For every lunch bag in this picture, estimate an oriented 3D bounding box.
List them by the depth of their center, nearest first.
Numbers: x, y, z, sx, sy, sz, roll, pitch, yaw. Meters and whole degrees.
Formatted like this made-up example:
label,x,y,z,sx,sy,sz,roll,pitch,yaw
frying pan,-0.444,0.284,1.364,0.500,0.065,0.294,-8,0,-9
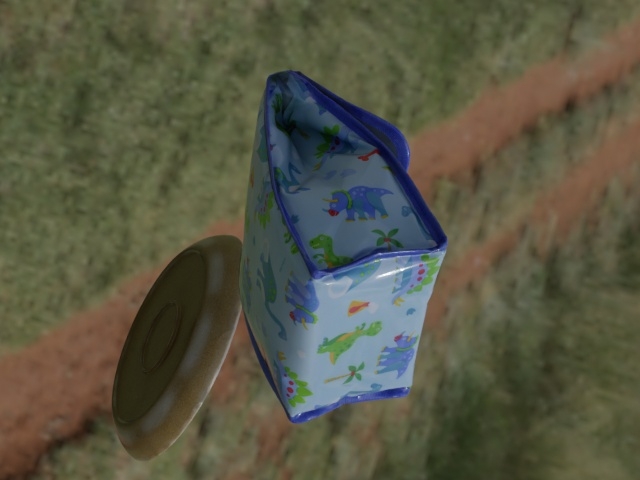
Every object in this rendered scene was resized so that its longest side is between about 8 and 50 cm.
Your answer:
label,x,y,z,sx,sy,sz,roll,pitch,yaw
lunch bag,0.000,0.000,0.929,0.096,0.151,0.129,-12,138,-22

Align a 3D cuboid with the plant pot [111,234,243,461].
label,x,y,z,sx,sy,sz,roll,pitch,yaw
plant pot,-0.144,0.097,1.637,0.236,0.032,0.236,-48,-152,36
